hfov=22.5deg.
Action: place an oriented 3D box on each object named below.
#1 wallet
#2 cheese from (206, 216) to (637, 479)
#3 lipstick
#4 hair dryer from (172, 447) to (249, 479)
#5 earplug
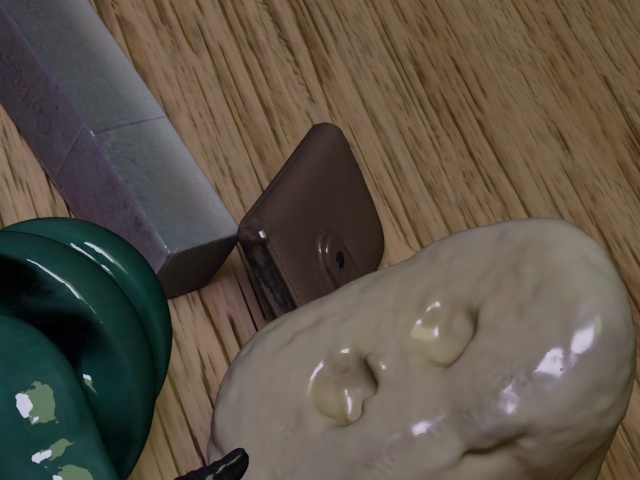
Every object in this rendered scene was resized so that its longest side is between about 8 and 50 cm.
[{"bbox_3d":[0.000,0.000,1.081,0.118,0.039,0.152,66,29,-25],"label":"wallet"},{"bbox_3d":[0.058,0.100,0.949,0.248,0.251,0.173,-9,57,-20],"label":"cheese"},{"bbox_3d":[-0.170,-0.103,1.077,0.068,0.066,0.317,-17,64,-42],"label":"lipstick"},{"bbox_3d":[-0.150,0.202,0.624,0.344,0.189,0.107,-39,68,-23],"label":"hair dryer"},{"bbox_3d":[-0.132,0.105,0.856,0.257,0.164,0.280,37,32,-9],"label":"earplug"}]
